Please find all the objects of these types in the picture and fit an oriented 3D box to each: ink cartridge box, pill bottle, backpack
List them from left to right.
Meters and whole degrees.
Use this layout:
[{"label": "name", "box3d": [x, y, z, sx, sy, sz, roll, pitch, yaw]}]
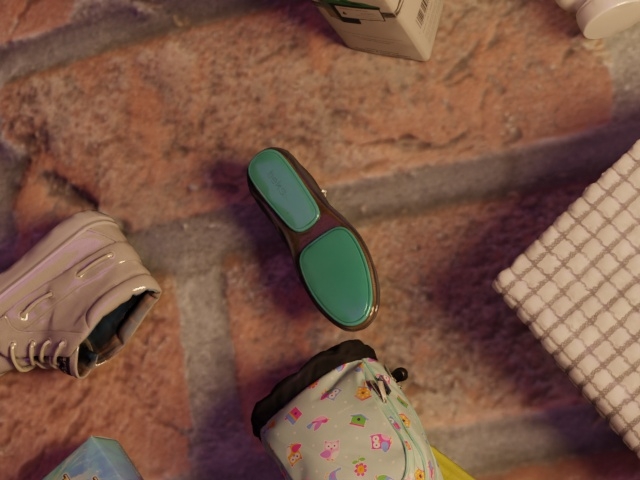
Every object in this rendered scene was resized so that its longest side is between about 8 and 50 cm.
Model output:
[{"label": "backpack", "box3d": [0.026, 0.189, 1.199, 0.152, 0.115, 0.182, -40, 52, 8]}, {"label": "ink cartridge box", "box3d": [0.054, -0.278, 1.259, 0.093, 0.219, 0.160, 12, 81, 20]}, {"label": "pill bottle", "box3d": [0.243, -0.265, 1.266, 0.086, 0.086, 0.152, -24, 72, 12]}]

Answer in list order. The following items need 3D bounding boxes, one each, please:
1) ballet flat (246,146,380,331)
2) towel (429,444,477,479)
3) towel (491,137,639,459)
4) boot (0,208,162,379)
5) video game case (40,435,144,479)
[{"label": "ballet flat", "box3d": [0.000, 0.000, 1.292, 0.074, 0.074, 0.203, -35, 70, 8]}, {"label": "towel", "box3d": [0.058, 0.300, 1.231, 0.102, 0.021, 0.237, 36, 90, 18]}, {"label": "towel", "box3d": [0.321, 0.030, 1.132, 0.283, 0.121, 0.235, -47, 72, 17]}, {"label": "boot", "box3d": [-0.275, 0.094, 1.345, 0.258, 0.095, 0.123, -44, 62, 3]}, {"label": "video game case", "box3d": [-0.221, 0.362, 1.285, 0.244, 0.061, 0.269, -41, 68, 4]}]
